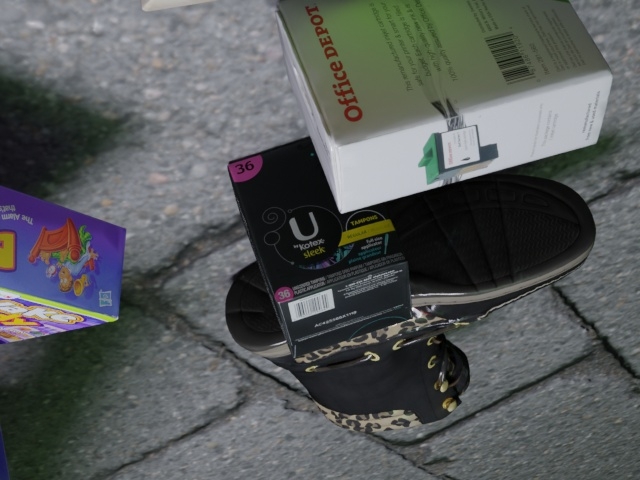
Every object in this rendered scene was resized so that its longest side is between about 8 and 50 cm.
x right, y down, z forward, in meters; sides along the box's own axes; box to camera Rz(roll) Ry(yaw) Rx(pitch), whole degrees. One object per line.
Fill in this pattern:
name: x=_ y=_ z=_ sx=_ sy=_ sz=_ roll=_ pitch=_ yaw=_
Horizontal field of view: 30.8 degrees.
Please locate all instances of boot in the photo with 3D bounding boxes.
boot: x=0.116 y=0.083 z=1.251 sx=0.377 sy=0.138 sz=0.284 roll=-21 pitch=146 yaw=7

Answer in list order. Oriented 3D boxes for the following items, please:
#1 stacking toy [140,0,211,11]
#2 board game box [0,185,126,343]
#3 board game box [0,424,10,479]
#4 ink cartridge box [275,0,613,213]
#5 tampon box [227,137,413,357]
stacking toy: x=-0.002 y=-0.270 z=0.760 sx=0.309 sy=0.130 sz=0.279 roll=-8 pitch=171 yaw=-14
board game box: x=-0.354 y=0.002 z=0.855 sx=0.233 sy=0.078 sz=0.347 roll=-14 pitch=156 yaw=39
board game box: x=-0.457 y=0.259 z=1.108 sx=0.291 sy=0.232 sz=0.141 roll=12 pitch=134 yaw=-41
ink cartridge box: x=0.091 y=-0.131 z=0.912 sx=0.219 sy=0.160 sz=0.093 roll=-15 pitch=146 yaw=-7
tampon box: x=0.000 y=0.000 z=1.048 sx=0.120 sy=0.161 sz=0.101 roll=-19 pitch=146 yaw=-6
